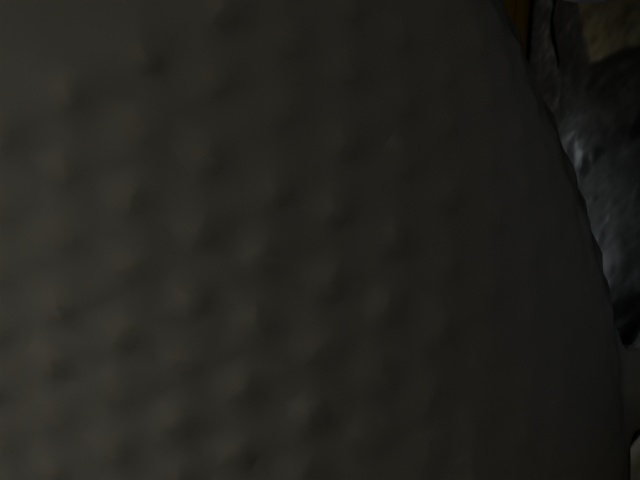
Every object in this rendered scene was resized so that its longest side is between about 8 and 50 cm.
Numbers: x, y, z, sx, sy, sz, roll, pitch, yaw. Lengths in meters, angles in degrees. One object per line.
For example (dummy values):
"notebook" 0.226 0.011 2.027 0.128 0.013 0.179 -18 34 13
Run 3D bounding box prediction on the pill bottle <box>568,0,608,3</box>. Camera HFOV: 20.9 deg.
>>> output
"pill bottle" 0.090 -0.208 0.825 0.146 0.146 0.264 -58 28 23

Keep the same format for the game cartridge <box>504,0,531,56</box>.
"game cartridge" 0.000 0.000 0.973 0.323 0.052 0.285 -27 48 51

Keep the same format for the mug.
"mug" 0.011 -0.001 0.648 0.374 0.328 0.276 -26 13 11
